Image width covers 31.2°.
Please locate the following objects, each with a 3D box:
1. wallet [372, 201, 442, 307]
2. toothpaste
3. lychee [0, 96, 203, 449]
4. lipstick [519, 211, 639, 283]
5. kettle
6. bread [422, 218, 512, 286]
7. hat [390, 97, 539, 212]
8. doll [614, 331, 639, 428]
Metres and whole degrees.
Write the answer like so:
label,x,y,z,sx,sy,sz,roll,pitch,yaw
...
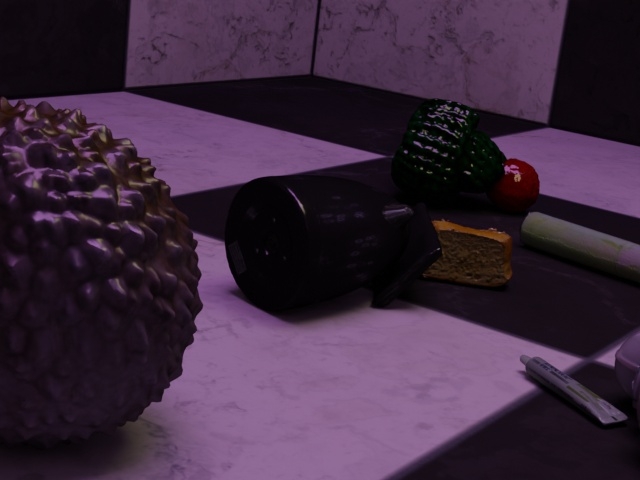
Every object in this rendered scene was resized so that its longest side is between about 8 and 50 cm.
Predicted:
label,x,y,z,sx,sy,sz,roll,pitch,yaw
wallet,0.140,0.023,1.959,0.030,0.146,0.285,47,11,-13
toothpaste,0.338,0.202,1.565,0.048,0.029,0.197,-3,21,-30
lychee,-0.312,0.033,1.255,0.380,0.432,0.380,2,47,-2
lipstick,0.523,0.014,2.222,0.076,0.076,0.304,-9,22,-44
kettle,0.000,0.000,1.863,0.290,0.208,0.268,-9,-12,-42
bread,0.250,0.025,2.021,0.187,0.103,0.065,13,18,6
hat,0.342,-0.179,2.579,0.332,0.242,0.274,22,30,6
doll,0.451,0.190,1.461,0.150,0.151,0.287,6,12,-3
